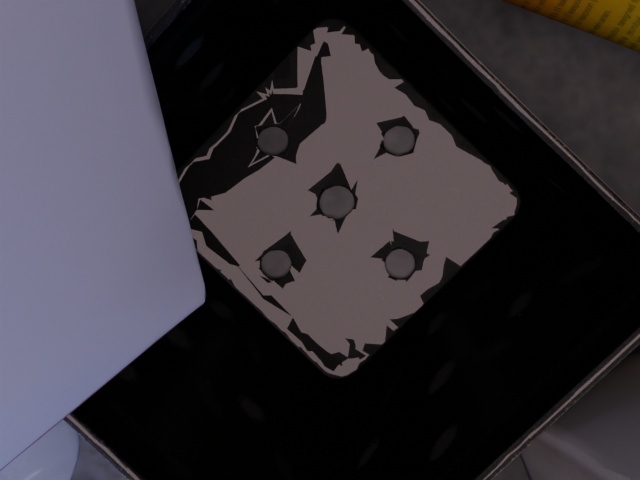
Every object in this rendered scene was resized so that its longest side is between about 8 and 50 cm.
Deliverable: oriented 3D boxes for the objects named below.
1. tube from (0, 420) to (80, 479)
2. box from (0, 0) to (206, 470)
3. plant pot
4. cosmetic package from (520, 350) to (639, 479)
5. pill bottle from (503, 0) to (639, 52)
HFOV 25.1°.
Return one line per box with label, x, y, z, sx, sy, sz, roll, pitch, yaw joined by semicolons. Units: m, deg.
tube;-0.189;0.042;0.583;0.070;0.240;0.062;-45;135;-18
box;-0.237;-0.046;0.412;0.345;0.215;0.168;26;142;35
plant pot;0.000;0.000;0.556;0.187;0.167;0.188;44;100;-4
cosmetic package;0.319;0.187;0.442;0.329;0.327;0.393;-25;99;-9
pill bottle;0.136;-0.129;0.543;0.215;0.117;0.117;21;102;1
